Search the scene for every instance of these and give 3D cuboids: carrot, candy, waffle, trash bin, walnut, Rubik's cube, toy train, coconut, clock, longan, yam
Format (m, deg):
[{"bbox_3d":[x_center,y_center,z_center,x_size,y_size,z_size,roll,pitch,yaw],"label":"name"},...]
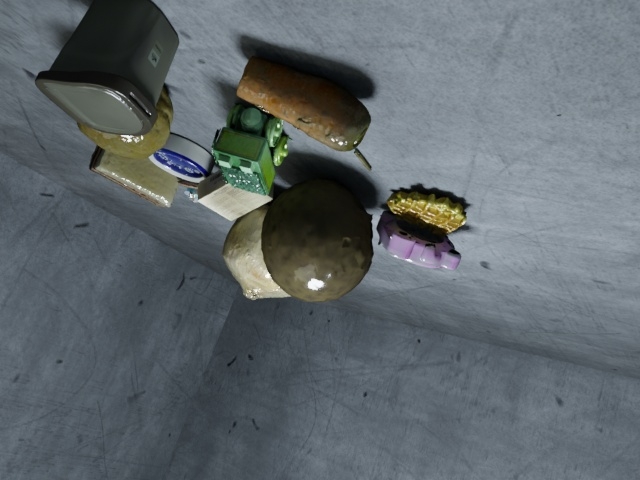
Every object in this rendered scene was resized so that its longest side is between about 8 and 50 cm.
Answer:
[{"bbox_3d":[-0.032,-0.307,1.289,0.301,0.139,0.139,28,165,-1],"label":"carrot"},{"bbox_3d":[-0.669,-0.269,2.148,0.320,0.180,0.135,32,163,-36],"label":"candy"},{"bbox_3d":[0.307,-0.093,1.725,0.219,0.057,0.229,21,166,-1],"label":"waffle"},{"bbox_3d":[-0.454,-0.392,1.296,0.219,0.250,0.220,15,164,16],"label":"trash bin"},{"bbox_3d":[-0.538,-0.352,1.611,0.282,0.227,0.283,-9,144,-7],"label":"walnut"},{"bbox_3d":[-0.517,-0.192,2.420,0.075,0.073,0.084,12,161,31],"label":"Rubik's cube"},{"bbox_3d":[-0.186,-0.245,1.584,0.159,0.188,0.272,17,163,8],"label":"toy train"},{"bbox_3d":[-0.178,0.054,2.172,0.404,0.405,0.404,19,165,5],"label":"coconut"},{"bbox_3d":[-0.487,-0.288,2.038,0.230,0.083,0.230,21,164,6],"label":"clock"},{"bbox_3d":[0.308,0.005,1.840,0.247,0.090,0.228,15,-157,-13],"label":"clock"},{"bbox_3d":[0.000,0.000,1.831,0.391,0.391,0.391,19,165,5],"label":"longan"},{"bbox_3d":[0.118,-0.221,1.611,0.014,0.014,0.107,10,162,34],"label":"yam"}]

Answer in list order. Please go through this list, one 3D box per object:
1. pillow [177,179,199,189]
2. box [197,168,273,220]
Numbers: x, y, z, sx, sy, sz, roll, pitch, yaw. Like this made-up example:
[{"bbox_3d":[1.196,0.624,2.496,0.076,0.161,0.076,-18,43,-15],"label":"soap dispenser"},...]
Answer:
[{"bbox_3d":[-0.439,-0.208,2.220,0.135,0.034,0.211,17,-171,26],"label":"pillow"},{"bbox_3d":[-0.292,-0.174,2.002,0.212,0.095,0.168,-24,142,31],"label":"box"}]
